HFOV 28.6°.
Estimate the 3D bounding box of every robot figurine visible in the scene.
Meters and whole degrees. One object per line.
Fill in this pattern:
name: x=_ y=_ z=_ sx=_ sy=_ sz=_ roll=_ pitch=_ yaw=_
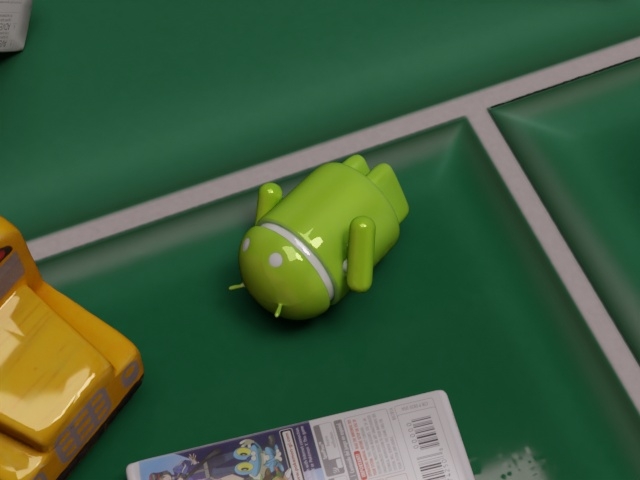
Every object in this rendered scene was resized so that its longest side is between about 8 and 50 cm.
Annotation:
robot figurine: x=0.000 y=0.000 z=0.737 sx=0.115 sy=0.067 sz=0.101 roll=-43 pitch=40 yaw=-22

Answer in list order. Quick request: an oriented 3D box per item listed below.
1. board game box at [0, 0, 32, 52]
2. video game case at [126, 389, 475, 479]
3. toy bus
board game box: x=-0.359 y=-0.170 z=0.778 sx=0.305 sy=0.193 sz=0.053 roll=13 pitch=102 yaw=8
video game case: x=0.007 y=0.190 z=0.651 sx=0.184 sy=0.023 sz=0.201 roll=-12 pitch=61 yaw=-7
toy bus: x=-0.261 y=0.008 z=0.696 sx=0.333 sy=0.130 sz=0.108 roll=30 pitch=64 yaw=17
